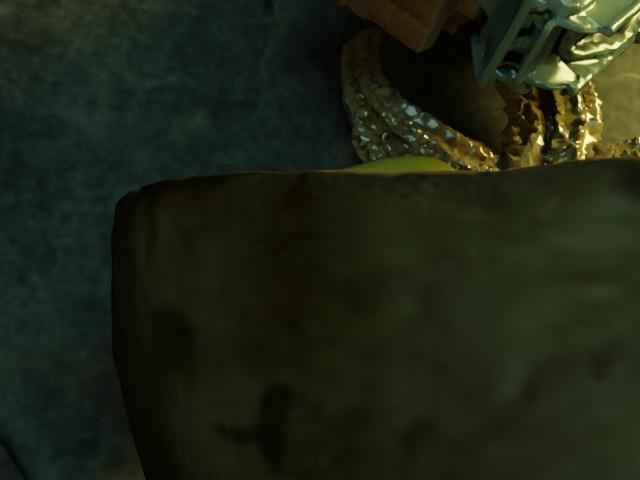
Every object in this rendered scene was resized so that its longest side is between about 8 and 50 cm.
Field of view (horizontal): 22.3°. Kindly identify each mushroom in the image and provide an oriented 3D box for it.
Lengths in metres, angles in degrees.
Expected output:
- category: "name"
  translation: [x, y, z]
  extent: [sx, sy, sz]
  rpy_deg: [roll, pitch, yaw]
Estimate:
- category: "mushroom"
  translation: [0.055, 0.163, 0.689]
  extent: [0.314, 0.224, 0.397]
  rpy_deg: [-1, 85, 12]

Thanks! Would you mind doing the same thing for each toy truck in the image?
- category: "toy truck"
  translation: [0.153, -0.200, 0.933]
  extent: [0.184, 0.133, 0.338]
  rpy_deg: [40, 42, 16]

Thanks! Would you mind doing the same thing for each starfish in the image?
- category: "starfish"
  translation: [0.146, -0.028, 0.916]
  extent: [0.302, 0.060, 0.299]
  rpy_deg: [11, 58, 7]

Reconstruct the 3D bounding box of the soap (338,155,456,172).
- category: "soap"
  translation: [0.000, 0.000, 0.865]
  extent: [0.168, 0.033, 0.089]
  rpy_deg: [-5, 60, 26]
